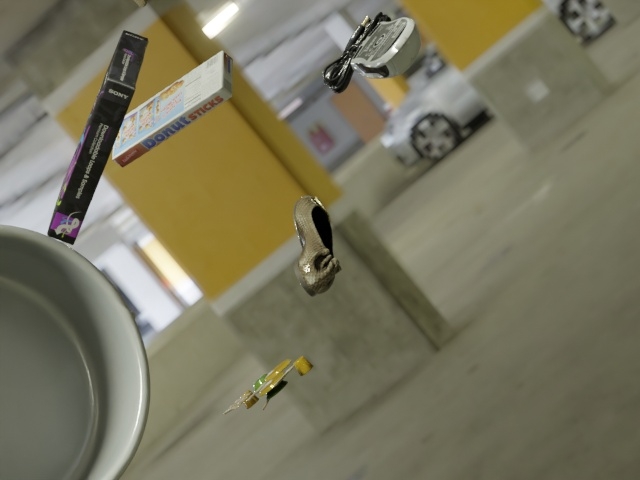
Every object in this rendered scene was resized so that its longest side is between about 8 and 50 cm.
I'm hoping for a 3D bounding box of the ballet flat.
[{"bbox_3d":[0.000,0.000,2.185,0.058,0.084,0.250,-32,21,15],"label":"ballet flat"}]

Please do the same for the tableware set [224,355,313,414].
[{"bbox_3d":[-0.063,0.196,2.067,0.104,0.024,0.154,-44,6,-40],"label":"tableware set"}]

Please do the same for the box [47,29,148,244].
[{"bbox_3d":[-0.194,-0.092,1.325,0.116,0.029,0.162,-91,26,-62],"label":"box"}]

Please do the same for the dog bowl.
[{"bbox_3d":[-0.286,0.125,1.301,0.265,0.265,0.104,-42,5,-36],"label":"dog bowl"}]

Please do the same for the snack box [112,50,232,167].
[{"bbox_3d":[-0.174,-0.153,1.772,0.178,0.022,0.064,-30,43,28],"label":"snack box"}]

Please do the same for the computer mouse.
[{"bbox_3d":[0.067,-0.205,1.670,0.106,0.042,0.193,-52,18,-4],"label":"computer mouse"}]

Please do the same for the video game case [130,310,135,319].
[{"bbox_3d":[-0.274,0.126,1.665,0.019,0.143,0.157,-11,58,40],"label":"video game case"}]

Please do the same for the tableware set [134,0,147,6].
[{"bbox_3d":[-0.197,-0.345,1.533,0.128,0.194,0.039,-44,-6,32],"label":"tableware set"}]
